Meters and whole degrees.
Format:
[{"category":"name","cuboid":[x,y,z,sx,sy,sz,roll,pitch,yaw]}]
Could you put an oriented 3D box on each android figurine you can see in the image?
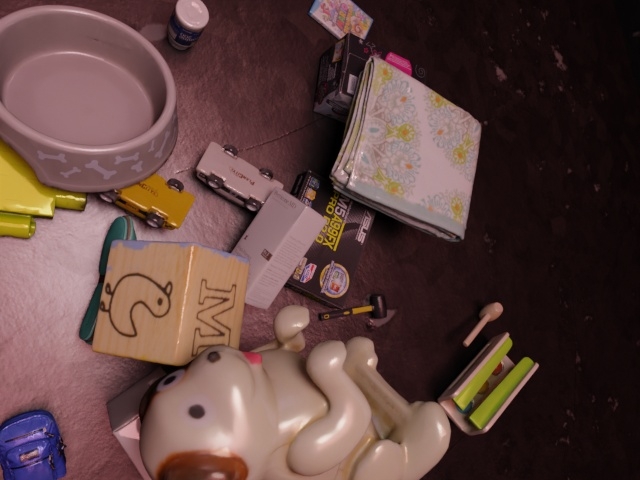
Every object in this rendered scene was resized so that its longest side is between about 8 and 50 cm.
[{"category":"android figurine","cuboid":[-0.557,-0.131,0.820,0.272,0.056,0.249,5,83,-30]}]

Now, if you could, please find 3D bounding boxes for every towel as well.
[{"category":"towel","cuboid":[0.216,-0.203,1.077,0.374,0.090,0.321,22,76,-26]}]

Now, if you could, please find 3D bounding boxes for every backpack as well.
[{"category":"backpack","cuboid":[-0.486,0.353,0.787,0.097,0.101,0.120,-11,87,-37]}]

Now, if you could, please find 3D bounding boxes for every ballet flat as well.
[{"category":"ballet flat","cuboid":[-0.384,0.079,0.894,0.087,0.083,0.248,26,72,-50]}]

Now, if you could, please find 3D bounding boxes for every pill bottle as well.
[{"category":"pill bottle","cuboid":[-0.280,-0.446,0.970,0.066,0.120,0.067,3,84,-29]}]

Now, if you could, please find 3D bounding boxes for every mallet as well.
[{"category":"mallet","cuboid":[0.084,0.167,1.168,0.189,0.039,0.063,2,85,-26]}]

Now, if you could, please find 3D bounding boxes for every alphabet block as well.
[{"category":"alphabet block","cuboid":[-0.261,0.113,0.850,0.193,0.192,0.197,26,68,-64]}]

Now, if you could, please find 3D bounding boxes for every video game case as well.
[{"category":"video game case","cuboid":[0.056,-0.593,1.237,0.166,0.015,0.119,31,71,-23]}]

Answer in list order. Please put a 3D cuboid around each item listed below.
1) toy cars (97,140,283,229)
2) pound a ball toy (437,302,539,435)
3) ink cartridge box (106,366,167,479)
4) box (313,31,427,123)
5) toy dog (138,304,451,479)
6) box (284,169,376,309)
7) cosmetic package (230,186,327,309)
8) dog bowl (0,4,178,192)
[{"category":"toy cars","cuboid":[-0.268,-0.107,0.967,0.393,0.087,0.177,-12,79,-34]},{"category":"pound a ball toy","cuboid":[0.452,0.356,1.321,0.319,0.136,0.208,-37,78,-27]},{"category":"ink cartridge box","cuboid":[-0.258,0.397,0.849,0.121,0.211,0.289,-32,100,-27]},{"category":"box","cuboid":[0.126,-0.378,1.183,0.247,0.142,0.164,13,80,-27]},{"category":"toy dog","cuboid":[-0.077,0.290,0.736,0.407,0.285,0.396,26,106,-38]},{"category":"box","cuboid":[0.000,0.000,1.120,0.216,0.060,0.270,29,72,-24]},{"category":"cosmetic package","cuboid":[-0.103,0.015,0.975,0.085,0.117,0.231,30,94,-48]},{"category":"dog bowl","cuboid":[-0.421,-0.262,0.828,0.348,0.102,0.349,12,61,-24]}]
